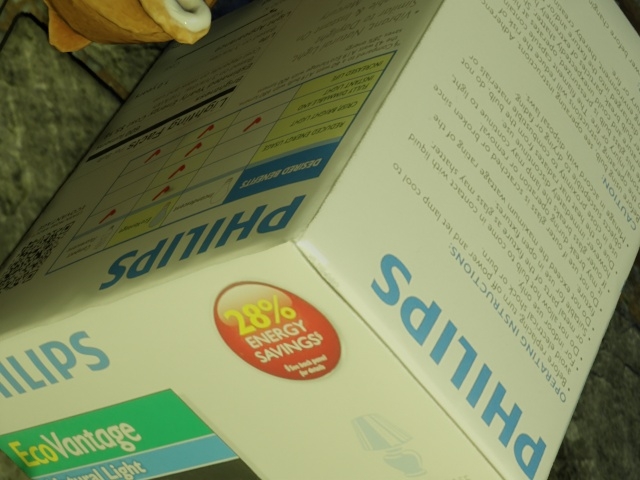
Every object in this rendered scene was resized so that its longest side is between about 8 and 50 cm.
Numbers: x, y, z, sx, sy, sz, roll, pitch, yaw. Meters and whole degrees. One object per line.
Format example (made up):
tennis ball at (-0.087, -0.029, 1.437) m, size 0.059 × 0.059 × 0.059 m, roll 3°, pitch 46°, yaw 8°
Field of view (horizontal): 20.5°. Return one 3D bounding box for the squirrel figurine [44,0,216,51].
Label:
squirrel figurine at (-0.220, -0.261, 1.120) m, size 0.397 × 0.281 × 0.370 m, roll -42°, pitch 119°, yaw -32°

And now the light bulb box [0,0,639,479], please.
light bulb box at (0.000, 0.000, 1.148) m, size 0.225 × 0.358 × 0.361 m, roll 49°, pitch 47°, yaw -22°
